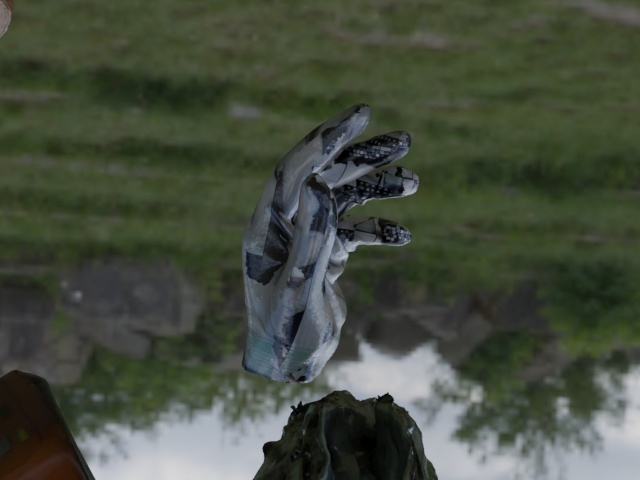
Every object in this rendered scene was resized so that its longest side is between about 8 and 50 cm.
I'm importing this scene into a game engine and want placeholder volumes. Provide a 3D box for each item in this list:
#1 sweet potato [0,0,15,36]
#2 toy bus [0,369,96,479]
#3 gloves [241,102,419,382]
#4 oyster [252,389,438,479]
[{"bbox_3d":[-0.316,-0.266,1.220,0.097,0.251,0.097,-25,166,-7],"label":"sweet potato"},{"bbox_3d":[-0.068,0.247,0.682,0.092,0.408,0.093,-28,-156,-17],"label":"toy bus"},{"bbox_3d":[-0.005,-0.002,1.156,0.111,0.212,0.128,18,-166,40],"label":"gloves"},{"bbox_3d":[0.023,0.186,1.064,0.158,0.162,0.351,14,173,-6],"label":"oyster"}]
